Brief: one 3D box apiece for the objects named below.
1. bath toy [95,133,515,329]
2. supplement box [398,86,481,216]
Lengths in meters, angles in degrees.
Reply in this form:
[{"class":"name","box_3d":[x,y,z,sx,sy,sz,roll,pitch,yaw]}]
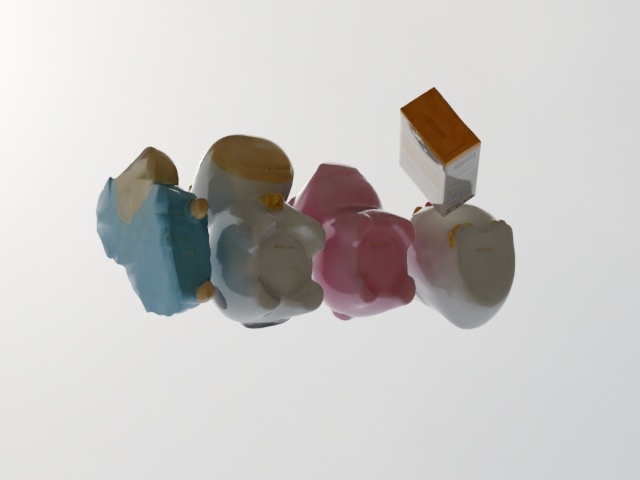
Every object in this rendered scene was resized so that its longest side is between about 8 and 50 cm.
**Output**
[{"class":"bath toy","box_3d":[0.000,0.000,1.279,0.348,0.129,0.151,6,-98,-36]},{"class":"supplement box","box_3d":[0.094,-0.069,1.257,0.036,0.098,0.062,-33,-110,-12]}]
